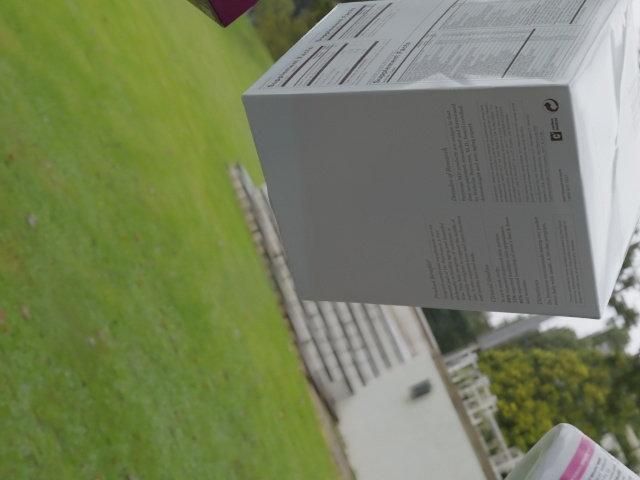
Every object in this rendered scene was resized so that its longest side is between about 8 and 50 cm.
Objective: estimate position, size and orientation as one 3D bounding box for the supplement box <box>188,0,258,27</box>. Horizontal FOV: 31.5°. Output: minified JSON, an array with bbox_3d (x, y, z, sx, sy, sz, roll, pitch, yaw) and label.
[{"bbox_3d":[-0.100,-0.232,1.000,0.083,0.043,0.055,43,-11,45],"label":"supplement box"}]

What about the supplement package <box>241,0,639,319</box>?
[{"bbox_3d":[0.113,-0.077,0.932,0.198,0.262,0.199,-52,136,-48],"label":"supplement package"}]

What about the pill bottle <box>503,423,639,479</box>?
[{"bbox_3d":[0.264,0.296,0.926,0.283,0.160,0.160,39,-1,8],"label":"pill bottle"}]
